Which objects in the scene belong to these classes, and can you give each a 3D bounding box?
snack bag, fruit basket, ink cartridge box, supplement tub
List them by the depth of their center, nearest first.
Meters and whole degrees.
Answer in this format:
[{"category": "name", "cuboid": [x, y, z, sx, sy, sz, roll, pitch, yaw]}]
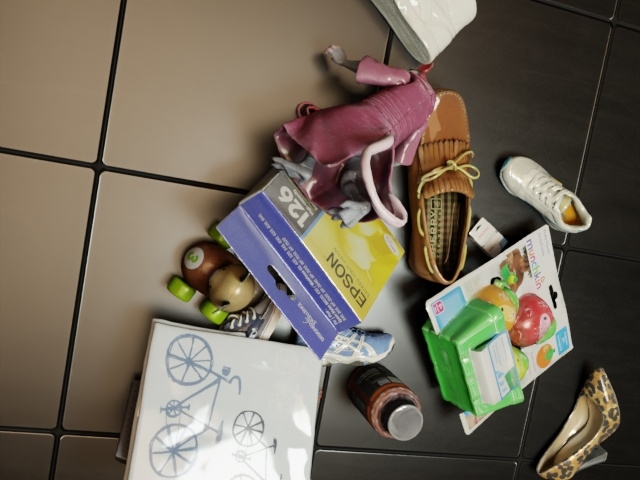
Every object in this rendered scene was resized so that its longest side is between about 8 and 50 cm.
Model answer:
[{"category": "snack bag", "cuboid": [-0.158, 0.320, 1.154, 0.343, 0.037, 0.323, 11, 74, -21]}, {"category": "ink cartridge box", "cuboid": [0.000, 0.000, 1.168, 0.303, 0.072, 0.307, 54, 41, -16]}, {"category": "supplement tub", "cuboid": [0.129, 0.319, 1.267, 0.106, 0.198, 0.106, -2, 99, -14]}, {"category": "fruit basket", "cuboid": [0.393, 0.186, 1.337, 0.353, 0.165, 0.327, -26, 112, -19]}, {"category": "ink cartridge box", "cuboid": [0.351, -0.007, 1.372, 0.083, 0.028, 0.048, 42, 85, -17]}]

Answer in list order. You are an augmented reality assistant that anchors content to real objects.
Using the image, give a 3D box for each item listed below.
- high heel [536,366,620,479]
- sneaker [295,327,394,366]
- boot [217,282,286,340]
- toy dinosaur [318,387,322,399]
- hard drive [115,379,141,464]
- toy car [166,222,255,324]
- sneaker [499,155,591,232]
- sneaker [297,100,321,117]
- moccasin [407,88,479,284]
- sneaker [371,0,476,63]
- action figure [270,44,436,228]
[{"category": "high heel", "cuboid": [0.573, 0.420, 1.456, 0.186, 0.093, 0.261, -11, 109, -20]}, {"category": "sneaker", "cuboid": [0.051, 0.202, 1.291, 0.211, 0.080, 0.081, -3, 102, -16]}, {"category": "boot", "cuboid": [-0.139, 0.158, 1.237, 0.086, 0.069, 0.190, 25, 92, -22]}, {"category": "toy dinosaur", "cuboid": [-0.038, 0.302, 1.313, 0.090, 0.047, 0.082, -29, 117, 24]}, {"category": "hard drive", "cuboid": [-0.243, 0.363, 1.195, 0.255, 0.172, 0.054, 19, 130, -19]}, {"category": "toy car", "cuboid": [-0.174, 0.072, 1.153, 0.149, 0.188, 0.155, 38, 86, -17]}, {"category": "sneaker", "cuboid": [0.478, -0.100, 1.362, 0.229, 0.092, 0.087, 36, 89, -16]}, {"category": "sneaker", "cuboid": [0.009, -0.221, 1.234, 0.119, 0.057, 0.047, 34, 86, -19]}, {"category": "moccasin", "cuboid": [0.238, -0.104, 1.265, 0.139, 0.147, 0.380, 5, 96, -16]}, {"category": "sneaker", "cuboid": [0.180, -0.504, 1.223, 0.169, 0.108, 0.292, -43, 116, -8]}, {"category": "action figure", "cuboid": [0.099, -0.212, 1.114, 0.370, 0.276, 0.248, -45, 116, -24]}]
